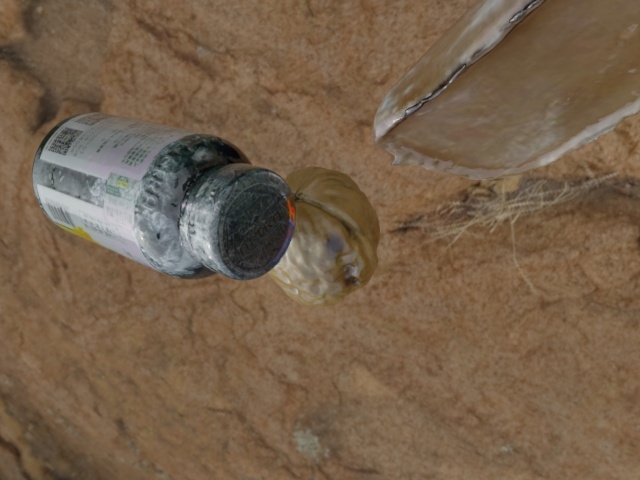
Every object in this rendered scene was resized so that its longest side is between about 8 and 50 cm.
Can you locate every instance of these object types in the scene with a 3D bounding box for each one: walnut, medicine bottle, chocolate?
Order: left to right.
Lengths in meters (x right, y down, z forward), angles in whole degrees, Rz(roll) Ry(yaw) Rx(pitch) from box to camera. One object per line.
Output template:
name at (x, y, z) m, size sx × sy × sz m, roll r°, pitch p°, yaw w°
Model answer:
medicine bottle at (-0.159, -0.045, 0.691) m, size 0.293 × 0.141 × 0.141 m, roll 16°, pitch 131°, yaw 41°
walnut at (0.000, 0.000, 0.864) m, size 0.155 × 0.155 × 0.184 m, roll 6°, pitch 143°, yaw 32°
chocolate at (0.155, -0.133, 0.460) m, size 0.161 × 0.083 × 0.261 m, roll 13°, pitch 151°, yaw -34°
